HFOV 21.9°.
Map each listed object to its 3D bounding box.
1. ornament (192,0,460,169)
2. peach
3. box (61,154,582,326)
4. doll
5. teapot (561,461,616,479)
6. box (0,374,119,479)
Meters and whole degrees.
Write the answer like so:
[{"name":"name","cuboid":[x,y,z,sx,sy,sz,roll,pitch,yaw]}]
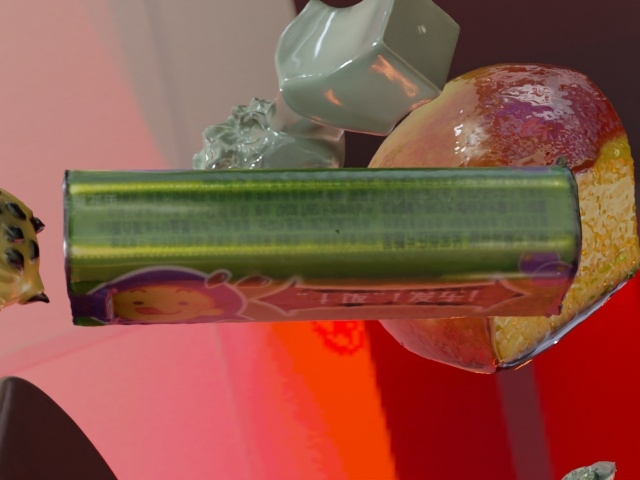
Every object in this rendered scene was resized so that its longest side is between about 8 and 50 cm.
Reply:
[{"name":"ornament","cuboid":[-0.005,-0.107,1.339,0.120,0.285,0.130,30,-141,-14]},{"name":"peach","cuboid":[0.175,-0.035,1.766,0.306,0.380,0.242,-21,-60,-3]},{"name":"box","cuboid":[0.000,0.000,1.138,0.345,0.134,0.097,-1,-112,-5]},{"name":"doll","cuboid":[-0.308,-0.065,1.309,0.117,0.086,0.291,-19,-106,-48]},{"name":"teapot","cuboid":[0.230,0.223,1.364,0.083,0.064,0.064,-57,-55,-72]},{"name":"box","cuboid":[-0.219,0.257,1.258,0.108,0.404,0.263,-34,-75,6]}]
